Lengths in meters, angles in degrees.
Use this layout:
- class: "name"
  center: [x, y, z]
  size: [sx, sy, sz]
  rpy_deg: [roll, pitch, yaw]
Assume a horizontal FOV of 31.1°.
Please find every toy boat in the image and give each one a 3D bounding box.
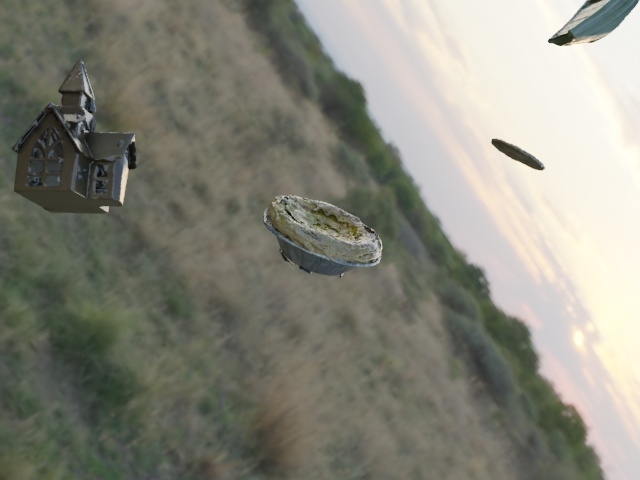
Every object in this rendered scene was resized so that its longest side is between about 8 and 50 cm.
- class: "toy boat"
  center: [0.414, -0.354, 1.617]
  size: [0.055, 0.293, 0.093]
  rpy_deg: [47, -29, -15]

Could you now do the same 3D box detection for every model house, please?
- class: "model house"
  center: [-0.391, -0.181, 1.902]
  size: [0.181, 0.176, 0.248]
  rpy_deg: [47, 46, -75]

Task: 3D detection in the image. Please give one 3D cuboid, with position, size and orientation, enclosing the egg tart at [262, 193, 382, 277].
- class: "egg tart"
  center: [0.000, 0.000, 2.115]
  size: [0.234, 0.094, 0.234]
  rpy_deg: [19, 20, -7]

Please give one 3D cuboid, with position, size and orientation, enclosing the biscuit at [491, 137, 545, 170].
- class: "biscuit"
  center: [0.378, -0.164, 2.201]
  size: [0.120, 0.015, 0.120]
  rpy_deg: [30, 0, 0]
